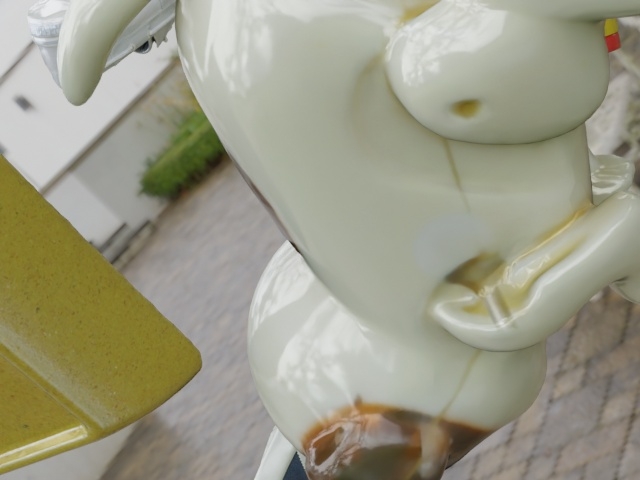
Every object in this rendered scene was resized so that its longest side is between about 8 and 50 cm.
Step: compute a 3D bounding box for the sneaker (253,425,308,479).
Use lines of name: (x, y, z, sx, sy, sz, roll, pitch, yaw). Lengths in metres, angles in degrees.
sneaker: (0.032, 0.190, 1.170, 0.131, 0.148, 0.350, -64, -3, -86)

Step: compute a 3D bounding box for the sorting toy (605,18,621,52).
sorting toy: (0.137, -0.184, 1.082, 0.257, 0.089, 0.255, -22, 13, -37)

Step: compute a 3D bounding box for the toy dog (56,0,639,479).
toy dog: (0.055, -0.019, 0.755, 0.395, 0.407, 0.284, -13, 36, -17)

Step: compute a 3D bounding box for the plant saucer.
plant saucer: (-0.302, 0.079, 0.810, 0.333, 0.333, 0.081, -22, 43, 18)

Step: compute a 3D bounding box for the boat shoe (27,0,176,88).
boat shoe: (-0.133, -0.163, 0.842, 0.066, 0.063, 0.184, 4, 32, 23)
